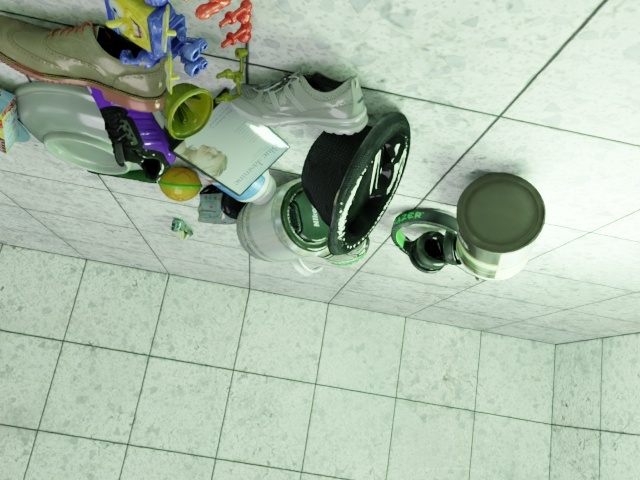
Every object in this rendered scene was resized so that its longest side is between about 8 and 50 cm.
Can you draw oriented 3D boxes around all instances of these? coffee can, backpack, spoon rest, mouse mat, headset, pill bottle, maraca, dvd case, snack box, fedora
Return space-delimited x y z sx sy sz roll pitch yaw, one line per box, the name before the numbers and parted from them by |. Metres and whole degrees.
coffee can | 0.450 -0.025 1.425 0.201 0.201 0.275 5 164 15
backpack | -0.310 -0.107 1.753 0.182 0.115 0.152 0 165 38
spoon rest | -0.096 0.003 1.835 0.137 0.084 0.276 -28 100 33
mouse mat | -0.576 -0.199 1.606 0.190 0.007 0.152 9 -163 -28
headset | 0.404 0.006 1.766 0.394 0.185 0.243 36 149 -27
pill bottle | -0.210 -0.173 1.441 0.124 0.124 0.221 0 161 29
maraca | -0.415 -0.168 1.642 0.127 0.099 0.186 5 -170 -20
dvd case | -0.200 -0.212 1.269 0.022 0.180 0.253 52 -170 33
snack box | -0.823 -0.314 1.326 0.174 0.070 0.207 28 152 -16
fedora | 0.059 -0.138 1.190 0.152 0.334 0.334 32 172 20

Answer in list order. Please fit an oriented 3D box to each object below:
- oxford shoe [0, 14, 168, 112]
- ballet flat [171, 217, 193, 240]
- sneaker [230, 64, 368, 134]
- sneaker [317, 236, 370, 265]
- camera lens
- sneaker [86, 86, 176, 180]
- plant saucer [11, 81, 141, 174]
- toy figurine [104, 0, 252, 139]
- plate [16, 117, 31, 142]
oxford shoe | -0.444 -0.358 1.021 0.348 0.123 0.130 15 137 -14
ballet flat | -0.563 -0.034 2.249 0.070 0.070 0.188 8 164 7
sneaker | -0.044 -0.285 1.066 0.281 0.105 0.115 9 131 16
sneaker | 0.000 0.000 1.907 0.343 0.134 0.146 5 163 18
camera lens | -0.096 -0.052 1.621 0.219 0.219 0.274 20 161 -33
sneaker | -0.419 -0.242 1.223 0.102 0.146 0.293 1 148 29
plant saucer | -0.582 -0.256 1.422 0.400 0.100 0.400 9 164 3
toy figurine | -0.251 -0.352 0.896 0.217 0.191 0.362 39 158 5
plate | -0.844 -0.320 1.450 0.188 0.024 0.188 15 158 6
